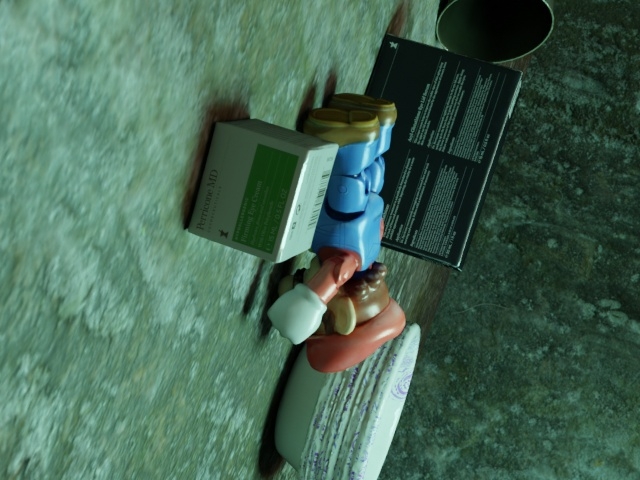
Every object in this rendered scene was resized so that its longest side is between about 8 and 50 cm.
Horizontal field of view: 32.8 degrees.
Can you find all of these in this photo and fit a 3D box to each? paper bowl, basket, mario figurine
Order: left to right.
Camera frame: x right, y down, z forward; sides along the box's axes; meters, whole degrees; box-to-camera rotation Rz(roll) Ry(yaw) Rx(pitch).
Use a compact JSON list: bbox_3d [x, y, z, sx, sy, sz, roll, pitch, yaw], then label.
[{"bbox_3d":[0.000,0.000,1.236,0.198,0.170,0.321,-11,114,-34],"label":"mario figurine"},{"bbox_3d":[0.033,0.232,1.550,0.284,0.148,0.284,18,90,-77],"label":"paper bowl"},{"bbox_3d":[0.296,-0.424,1.740,0.204,0.154,0.227,-22,-137,48],"label":"basket"}]

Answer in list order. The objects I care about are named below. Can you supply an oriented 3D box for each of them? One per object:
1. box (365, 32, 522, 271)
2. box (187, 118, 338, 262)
[{"bbox_3d":[0.135,-0.112,1.414,0.103,0.184,0.261,28,81,-80],"label":"box"},{"bbox_3d":[-0.048,-0.046,0.936,0.102,0.087,0.101,-24,131,-73],"label":"box"}]
